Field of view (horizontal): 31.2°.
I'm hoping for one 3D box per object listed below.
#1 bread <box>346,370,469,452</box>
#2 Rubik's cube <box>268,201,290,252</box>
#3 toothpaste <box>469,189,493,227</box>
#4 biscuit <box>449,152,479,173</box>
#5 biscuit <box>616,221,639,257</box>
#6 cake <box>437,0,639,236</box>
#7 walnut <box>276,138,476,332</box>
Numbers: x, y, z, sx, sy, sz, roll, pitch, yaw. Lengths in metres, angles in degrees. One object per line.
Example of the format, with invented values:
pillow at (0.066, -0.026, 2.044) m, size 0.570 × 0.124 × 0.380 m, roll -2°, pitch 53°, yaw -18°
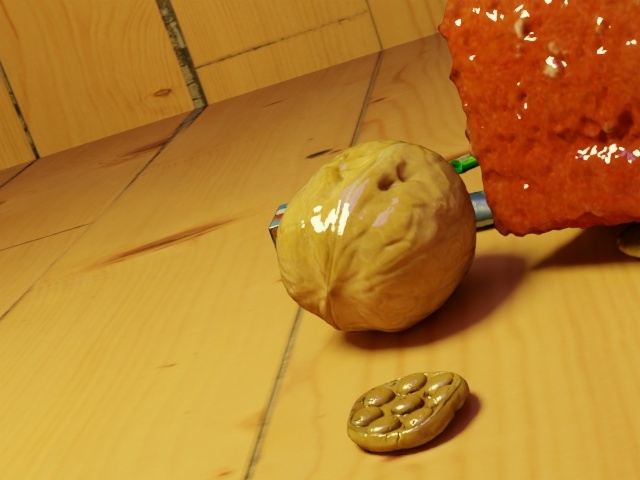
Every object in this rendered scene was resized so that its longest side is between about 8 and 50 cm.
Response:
bread at (0.072, 0.139, 0.947) m, size 0.110 × 0.024 × 0.110 m, roll -18°, pitch 15°, yaw 5°
Rubik's cube at (0.000, 0.000, 1.372) m, size 0.092 × 0.092 × 0.092 m, roll -16°, pitch 17°, yaw 12°
toothpaste at (0.184, -0.034, 1.371) m, size 0.268 × 0.047 × 0.069 m, roll -11°, pitch 5°, yaw 15°
biscuit at (0.226, -0.120, 1.652) m, size 0.089 × 0.016 × 0.046 m, roll -23°, pitch 16°, yaw -14°
biscuit at (0.379, -0.001, 1.056) m, size 0.118 × 0.029 × 0.247 m, roll -28°, pitch 18°, yaw -20°
cake at (0.334, -0.171, 1.163) m, size 0.320 × 0.269 × 0.270 m, roll -18°, pitch 7°, yaw -41°
walnut at (0.060, -0.001, 1.164) m, size 0.193 × 0.193 × 0.225 m, roll -10°, pitch 28°, yaw 30°
